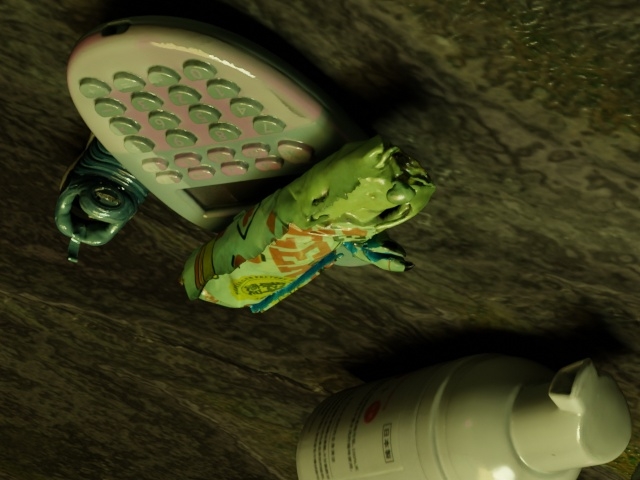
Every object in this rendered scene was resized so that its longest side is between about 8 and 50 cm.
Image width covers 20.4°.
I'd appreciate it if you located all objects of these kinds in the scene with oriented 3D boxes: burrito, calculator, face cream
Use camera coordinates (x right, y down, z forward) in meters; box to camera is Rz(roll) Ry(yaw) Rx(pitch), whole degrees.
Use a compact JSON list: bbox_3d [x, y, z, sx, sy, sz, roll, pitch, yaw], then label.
[{"bbox_3d":[0.000,0.000,1.220,0.104,0.054,0.288,21,152,-22],"label":"burrito"},{"bbox_3d":[-0.053,-0.063,1.229,0.185,0.041,0.299,-7,148,34],"label":"calculator"},{"bbox_3d":[0.131,0.168,1.467,0.145,0.145,0.369,30,155,-22],"label":"face cream"}]

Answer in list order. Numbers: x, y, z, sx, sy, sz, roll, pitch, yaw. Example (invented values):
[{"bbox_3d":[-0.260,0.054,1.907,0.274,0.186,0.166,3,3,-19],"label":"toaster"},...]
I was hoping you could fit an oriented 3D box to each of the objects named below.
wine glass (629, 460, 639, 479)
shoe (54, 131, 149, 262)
[{"bbox_3d":[0.269,0.135,1.283,0.072,0.155,0.072,16,155,8],"label":"wine glass"},{"bbox_3d":[-0.158,-0.042,1.339,0.064,0.071,0.143,28,141,-20],"label":"shoe"}]
